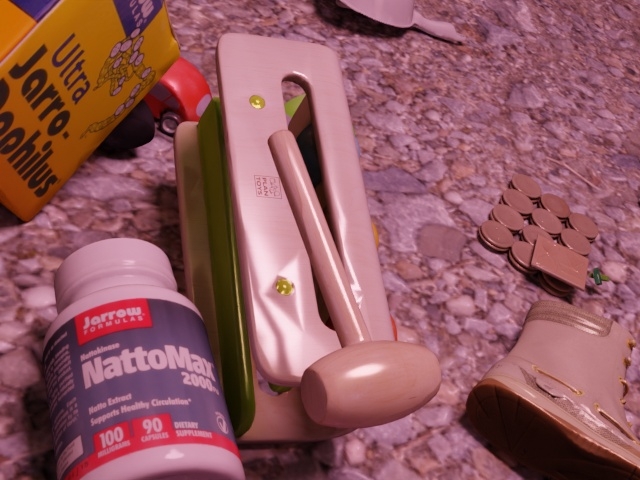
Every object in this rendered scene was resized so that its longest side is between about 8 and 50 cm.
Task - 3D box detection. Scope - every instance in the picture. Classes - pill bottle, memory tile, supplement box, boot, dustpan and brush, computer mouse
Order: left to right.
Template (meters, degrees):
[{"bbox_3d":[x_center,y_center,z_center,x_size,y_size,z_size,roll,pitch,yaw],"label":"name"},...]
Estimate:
[{"bbox_3d":[-0.306,-0.213,0.676,0.356,0.194,0.195,36,76,9],"label":"supplement box"},{"bbox_3d":[-0.251,-0.143,0.790,0.242,0.071,0.041,28,65,3],"label":"computer mouse"},{"bbox_3d":[-0.119,0.090,0.588,0.108,0.108,0.180,2,47,-28],"label":"pill bottle"},{"bbox_3d":[0.092,-0.293,1.156,0.211,0.060,0.147,7,32,-15],"label":"dustpan and brush"},{"bbox_3d":[0.229,-0.008,0.965,0.113,0.012,0.148,35,40,7],"label":"memory tile"},{"bbox_3d":[0.240,0.147,0.763,0.213,0.077,0.165,35,39,11],"label":"boot"}]

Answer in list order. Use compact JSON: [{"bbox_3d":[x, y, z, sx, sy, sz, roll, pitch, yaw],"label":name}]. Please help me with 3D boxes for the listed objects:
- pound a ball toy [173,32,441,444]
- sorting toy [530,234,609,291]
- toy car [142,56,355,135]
[{"bbox_3d":[0.000,0.000,0.638,0.135,0.208,0.319,4,59,-25],"label":"pound a ball toy"},{"bbox_3d":[0.248,0.029,0.916,0.083,0.012,0.062,27,35,2],"label":"sorting toy"},{"bbox_3d":[-0.052,-0.106,0.870,0.225,0.053,0.239,-13,56,-38],"label":"toy car"}]
